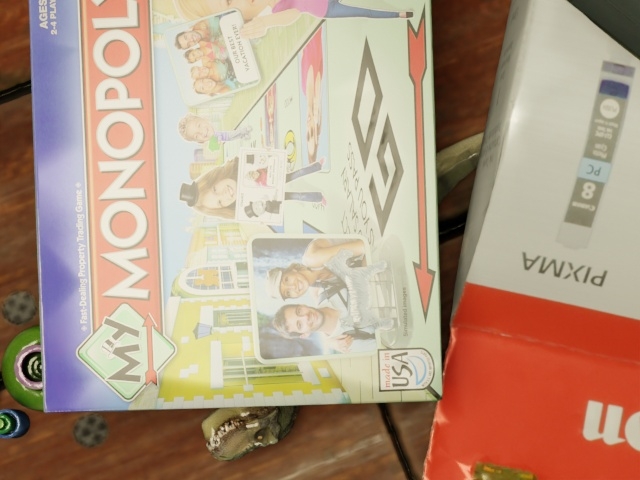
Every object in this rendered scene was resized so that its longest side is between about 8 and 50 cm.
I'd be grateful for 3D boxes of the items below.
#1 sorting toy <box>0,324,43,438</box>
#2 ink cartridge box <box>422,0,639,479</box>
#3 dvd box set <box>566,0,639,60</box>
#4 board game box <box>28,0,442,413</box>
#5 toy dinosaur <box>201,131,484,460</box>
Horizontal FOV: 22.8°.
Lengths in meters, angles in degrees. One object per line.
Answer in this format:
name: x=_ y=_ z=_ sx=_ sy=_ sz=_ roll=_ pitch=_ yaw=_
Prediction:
sorting toy: x=-0.187 y=0.085 z=0.925 sx=0.102 sy=0.042 sz=0.061 roll=-17 pitch=84 yaw=0
ink cartridge box: x=0.235 y=0.018 z=0.877 sx=0.308 sy=0.091 sz=0.385 roll=12 pitch=83 yaw=-3
dvd box set: x=0.362 y=-0.192 z=0.835 sx=0.308 sy=0.062 sz=0.420 roll=37 pitch=72 yaw=0
board game box: x=-0.046 y=-0.070 z=0.852 sx=0.214 sy=0.046 sz=0.317 roll=-2 pitch=91 yaw=0
toy dinosaur: x=0.000 y=0.000 z=0.922 sx=0.118 sy=0.064 sz=0.268 roll=41 pitch=83 yaw=-1
